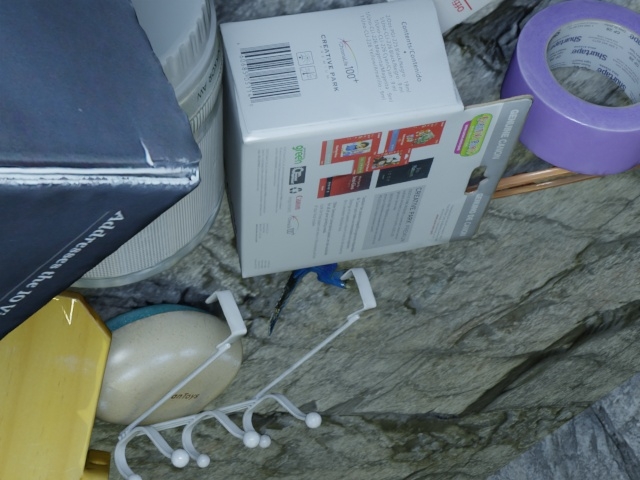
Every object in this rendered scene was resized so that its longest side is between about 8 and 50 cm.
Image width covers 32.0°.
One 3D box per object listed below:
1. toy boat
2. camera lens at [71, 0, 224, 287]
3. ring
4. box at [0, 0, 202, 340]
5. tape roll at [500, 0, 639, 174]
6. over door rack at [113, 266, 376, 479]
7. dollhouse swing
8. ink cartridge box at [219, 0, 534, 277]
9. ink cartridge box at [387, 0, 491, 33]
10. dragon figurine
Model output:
[{"bbox_3d":[-0.269,0.186,1.452,0.318,0.148,0.267,-42,153,14],"label":"toy boat"},{"bbox_3d":[-0.189,-0.107,0.911,0.219,0.219,0.274,-17,151,-15],"label":"camera lens"},{"bbox_3d":[0.275,-0.083,1.390,0.336,0.032,0.336,-11,178,0],"label":"ring"},{"bbox_3d":[-0.411,-0.029,0.560,0.480,0.297,0.471,-34,162,30],"label":"box"},{"bbox_3d":[0.299,-0.170,1.229,0.189,0.189,0.080,-17,151,-16],"label":"tape roll"},{"bbox_3d":[-0.087,0.184,1.369,0.239,0.108,0.324,-8,143,-45],"label":"over door rack"},{"bbox_3d":[-0.405,0.187,1.273,0.346,0.305,0.315,11,177,-9],"label":"dollhouse swing"},{"bbox_3d":[0.042,-0.096,1.131,0.271,0.130,0.309,-9,156,-9],"label":"ink cartridge box"},{"bbox_3d":[0.144,-0.277,1.057,0.181,0.062,0.104,-33,151,14],"label":"ink cartridge box"},{"bbox_3d":[0.000,0.000,1.384,0.289,0.085,0.144,-37,150,19],"label":"dragon figurine"}]
